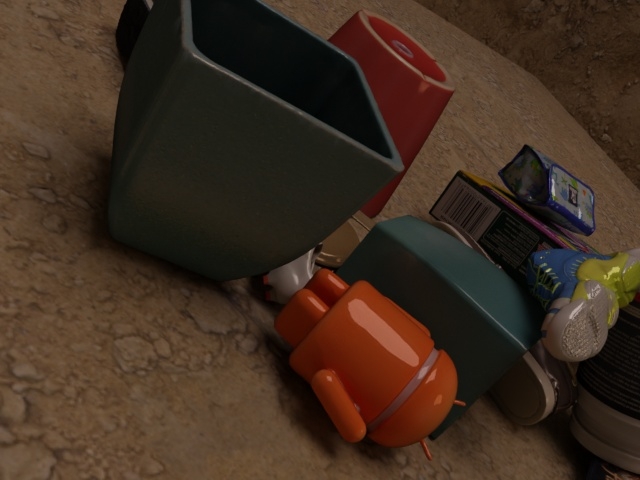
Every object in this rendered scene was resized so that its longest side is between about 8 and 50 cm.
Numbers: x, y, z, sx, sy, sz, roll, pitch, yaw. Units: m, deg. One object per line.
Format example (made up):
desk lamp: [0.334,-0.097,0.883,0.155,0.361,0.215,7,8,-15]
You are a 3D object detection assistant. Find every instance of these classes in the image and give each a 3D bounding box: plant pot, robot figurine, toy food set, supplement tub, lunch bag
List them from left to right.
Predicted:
plant pot: [-0.104,-0.102,0.838,0.248,0.252,0.247,25,30,-28]
toy food set: [0.000,0.000,1.073,0.132,0.038,0.192,41,37,12]
plant pot: [0.065,-0.215,1.249,0.275,0.243,0.275,30,28,-18]
robot figurine: [0.054,0.132,0.832,0.219,0.128,0.158,41,5,4]
plant pot: [0.141,0.088,0.980,0.234,0.165,0.165,45,26,17]
lunch bag: [0.399,-0.080,1.342,0.129,0.096,0.151,27,27,-29]
supplement tub: [0.464,0.163,1.072,0.191,0.272,0.191,11,17,-3]

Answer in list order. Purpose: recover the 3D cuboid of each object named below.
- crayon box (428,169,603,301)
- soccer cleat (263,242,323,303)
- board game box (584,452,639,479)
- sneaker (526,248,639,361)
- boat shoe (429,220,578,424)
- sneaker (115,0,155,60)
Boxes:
crayon box: [0.413,0.038,1.378,0.363,0.106,0.313,44,18,33]
soccer cleat: [-0.037,-0.005,0.954,0.076,0.068,0.196,-7,51,-3]
board game box: [0.440,0.339,1.040,0.165,0.042,0.243,20,19,22]
sneaker: [0.291,0.071,0.938,0.126,0.091,0.240,12,22,37]
boat shoe: [0.253,0.108,1.126,0.097,0.116,0.324,-6,55,-37]
sneaker: [-0.194,-0.244,1.098,0.131,0.112,0.319,15,37,-36]
